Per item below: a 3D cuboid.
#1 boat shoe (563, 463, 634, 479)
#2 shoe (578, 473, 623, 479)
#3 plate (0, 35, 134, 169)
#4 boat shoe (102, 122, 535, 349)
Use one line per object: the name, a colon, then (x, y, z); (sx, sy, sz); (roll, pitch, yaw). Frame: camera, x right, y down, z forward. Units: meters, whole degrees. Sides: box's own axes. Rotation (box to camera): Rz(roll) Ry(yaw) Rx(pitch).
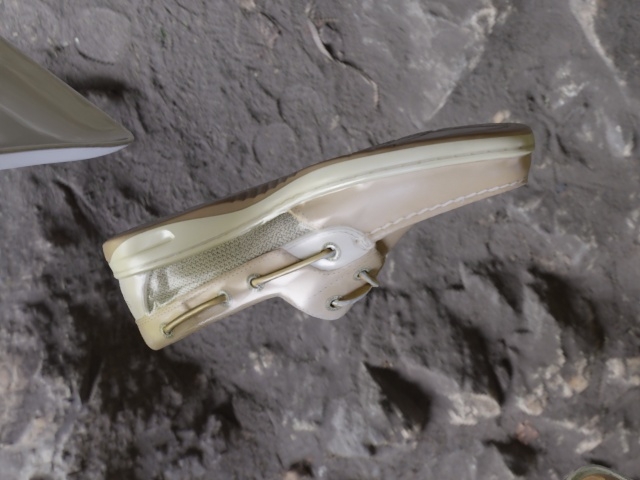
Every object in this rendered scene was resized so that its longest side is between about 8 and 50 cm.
boat shoe: (0.367, 0.329, 0.809); (0.113, 0.302, 0.103); (-38, 144, -17)
shoe: (0.133, 0.197, 0.481); (0.058, 0.076, 0.219); (12, 145, -16)
plate: (-0.281, -0.110, 0.458); (0.045, 0.278, 0.277); (-57, 174, 18)
boat shoe: (0.000, 0.000, 0.544); (0.302, 0.109, 0.098); (-17, 95, 17)
